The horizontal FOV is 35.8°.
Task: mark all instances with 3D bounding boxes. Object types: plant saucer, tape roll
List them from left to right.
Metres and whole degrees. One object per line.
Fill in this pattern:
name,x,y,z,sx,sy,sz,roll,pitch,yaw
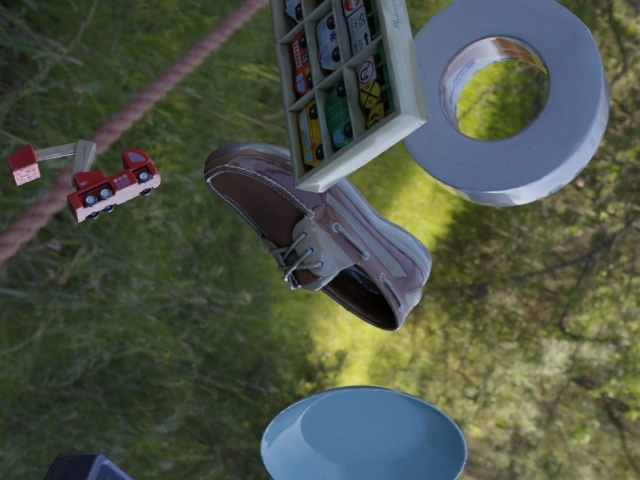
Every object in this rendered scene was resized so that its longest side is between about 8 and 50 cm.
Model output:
plant saucer,0.041,0.189,0.941,0.037,0.194,0.195,-86,-173,-47
tape roll,0.189,-0.149,1.041,0.219,0.219,0.072,-65,157,0

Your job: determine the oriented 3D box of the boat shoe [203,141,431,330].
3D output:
boat shoe,0.000,0.000,1.163,0.123,0.324,0.116,-28,-143,50

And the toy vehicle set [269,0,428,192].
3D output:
toy vehicle set,0.020,-0.201,1.011,0.166,0.035,0.267,-33,-123,44

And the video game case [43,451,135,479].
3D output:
video game case,-0.074,0.268,0.394,0.248,0.035,0.275,51,43,-33

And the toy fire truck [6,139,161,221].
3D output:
toy fire truck,-0.350,-0.102,1.473,0.192,0.135,0.047,-27,161,-19
